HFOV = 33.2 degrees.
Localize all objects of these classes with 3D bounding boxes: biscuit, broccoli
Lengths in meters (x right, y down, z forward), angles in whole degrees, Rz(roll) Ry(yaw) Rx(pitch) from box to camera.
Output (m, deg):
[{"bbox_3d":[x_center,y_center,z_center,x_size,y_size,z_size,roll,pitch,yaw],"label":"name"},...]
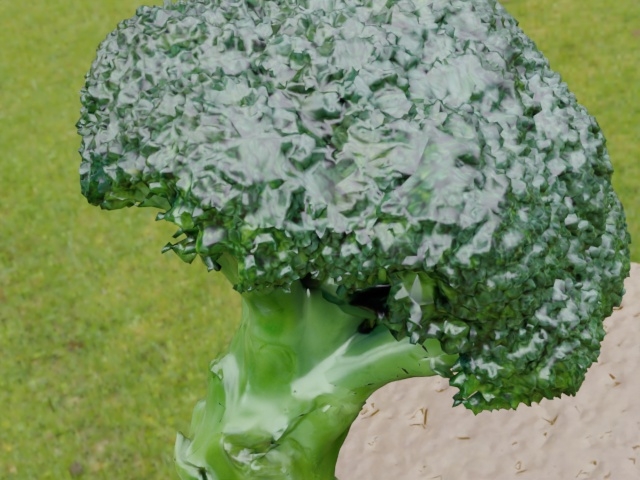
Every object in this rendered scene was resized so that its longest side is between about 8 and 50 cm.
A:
[{"bbox_3d":[0.143,0.195,0.919,0.394,0.076,0.368,-13,43,24],"label":"biscuit"},{"bbox_3d":[0.000,0.000,0.537,0.297,0.297,0.297,25,11,-5],"label":"broccoli"}]
